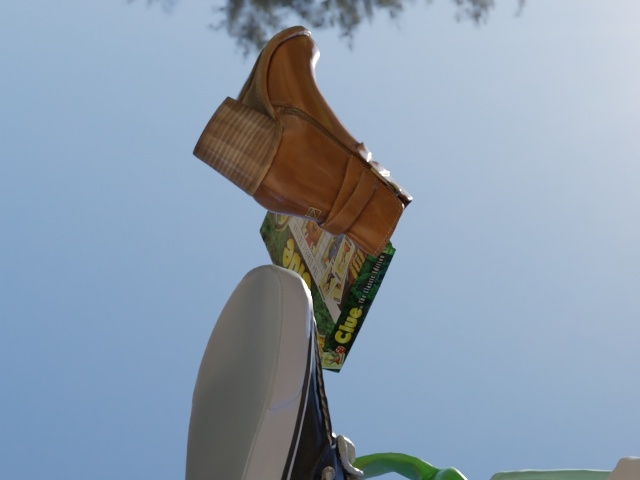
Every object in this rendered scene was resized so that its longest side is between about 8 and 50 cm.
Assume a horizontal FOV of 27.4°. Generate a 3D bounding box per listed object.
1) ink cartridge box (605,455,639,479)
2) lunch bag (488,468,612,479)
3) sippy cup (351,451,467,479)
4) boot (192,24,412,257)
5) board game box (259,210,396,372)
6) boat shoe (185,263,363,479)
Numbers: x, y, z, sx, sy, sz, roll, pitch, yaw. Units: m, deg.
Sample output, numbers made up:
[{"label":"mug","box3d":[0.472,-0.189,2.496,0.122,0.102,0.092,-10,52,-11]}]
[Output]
[{"label":"ink cartridge box","box3d":[0.146,0.194,0.607,0.063,0.150,0.109,13,-157,24]},{"label":"lunch bag","box3d":[0.302,0.376,1.447,0.223,0.262,0.160,-7,-177,41]},{"label":"sippy cup","box3d":[0.077,0.344,1.084,0.224,0.240,0.305,-32,-154,-6]},{"label":"boot","box3d":[0.004,-0.071,0.965,0.152,0.073,0.197,31,-140,-2]},{"label":"board game box","box3d":[0.000,0.000,1.271,0.030,0.136,0.260,11,-155,-22]},{"label":"boat shoe","box3d":[-0.025,0.174,0.904,0.105,0.306,0.113,11,166,-32]}]
